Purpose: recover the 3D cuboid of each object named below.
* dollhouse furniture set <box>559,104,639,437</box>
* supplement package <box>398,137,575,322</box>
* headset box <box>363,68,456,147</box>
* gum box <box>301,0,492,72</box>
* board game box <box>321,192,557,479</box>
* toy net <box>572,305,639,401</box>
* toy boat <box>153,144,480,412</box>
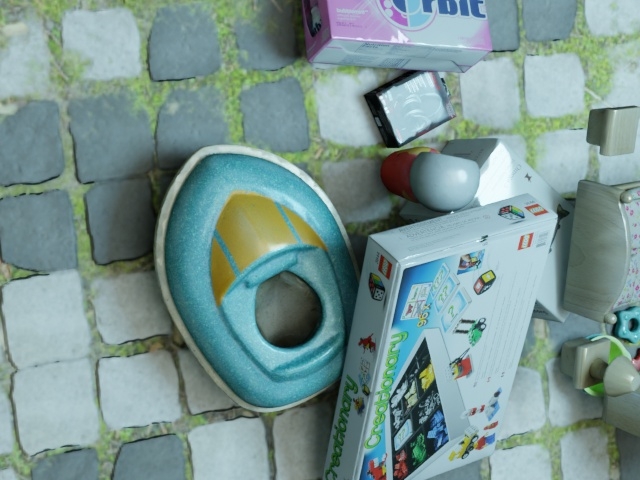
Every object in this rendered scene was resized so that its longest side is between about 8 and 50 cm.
[{"bbox_3d":[0.416,0.036,1.531,0.303,0.174,0.355,-12,113,-39],"label":"dollhouse furniture set"},{"bbox_3d":[0.192,-0.011,1.543,0.179,0.105,0.105,40,76,-22],"label":"supplement package"},{"bbox_3d":[0.096,-0.140,1.531,0.083,0.032,0.062,-28,104,-19],"label":"headset box"},{"bbox_3d":[0.069,-0.231,1.480,0.188,0.062,0.107,1,73,-24],"label":"gum box"},{"bbox_3d":[0.113,0.110,1.450,0.193,0.053,0.305,-14,130,-32],"label":"board game box"},{"bbox_3d":[0.362,0.084,1.658,0.122,0.045,0.232,38,78,-21],"label":"toy net"},{"bbox_3d":[0.000,0.000,1.425,0.318,0.148,0.267,-32,105,-14],"label":"toy boat"}]
